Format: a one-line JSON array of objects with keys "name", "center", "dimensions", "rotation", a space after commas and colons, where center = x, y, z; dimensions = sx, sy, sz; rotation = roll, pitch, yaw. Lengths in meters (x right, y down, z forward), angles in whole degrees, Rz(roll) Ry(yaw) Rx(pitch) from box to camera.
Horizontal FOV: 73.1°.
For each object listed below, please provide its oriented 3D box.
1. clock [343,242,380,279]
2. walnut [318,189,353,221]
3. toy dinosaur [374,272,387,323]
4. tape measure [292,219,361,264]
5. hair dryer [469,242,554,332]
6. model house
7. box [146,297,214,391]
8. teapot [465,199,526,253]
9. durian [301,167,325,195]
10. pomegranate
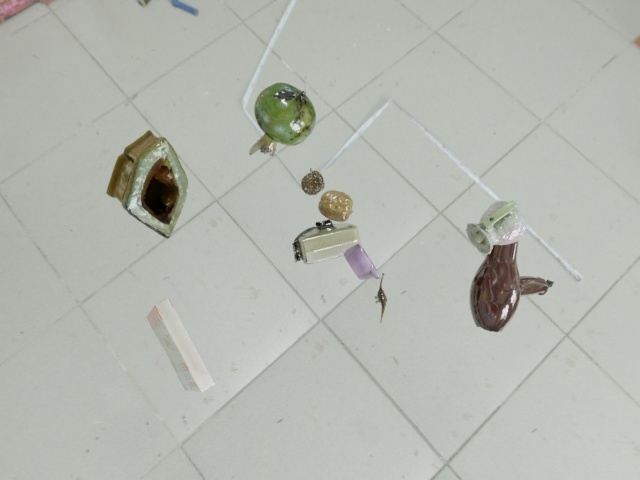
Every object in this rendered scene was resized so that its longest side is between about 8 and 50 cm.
[{"name": "clock", "center": [0.111, 0.064, 1.163], "dimensions": [0.050, 0.152, 0.110], "rotation": [-33, 87, 6]}, {"name": "walnut", "center": [0.043, -0.092, 1.158], "dimensions": [0.096, 0.082, 0.079], "rotation": [20, 109, 0]}, {"name": "toy dinosaur", "center": [0.206, 0.201, 1.463], "dimensions": [0.037, 0.058, 0.181], "rotation": [0, 64, -6]}, {"name": "tape measure", "center": [0.000, 0.000, 1.665], "dimensions": [0.270, 0.231, 0.133], "rotation": [-16, 101, -12]}, {"name": "hair dryer", "center": [0.549, 0.081, 1.170], "dimensions": [0.340, 0.123, 0.313], "rotation": [-1, 106, -34]}, {"name": "model house", "center": [-0.504, -0.180, 1.240], "dimensions": [0.239, 0.173, 0.268], "rotation": [30, 99, 40]}, {"name": "box", "center": [-0.411, 0.308, 1.241], "dimensions": [0.048, 0.273, 0.265], "rotation": [-28, 87, -31]}, {"name": "teapot", "center": [0.243, -0.021, 0.599], "dimensions": [0.064, 0.083, 0.064], "rotation": [-30, 62, -8]}, {"name": "durian", "center": [-0.027, -0.191, 1.413], "dimensions": [0.080, 0.080, 0.091], "rotation": [-15, 108, -5]}, {"name": "pomegranate", "center": [-0.077, -0.220, 0.815], "dimensions": [0.122, 0.122, 0.161], "rotation": [44, 112, 13]}]
